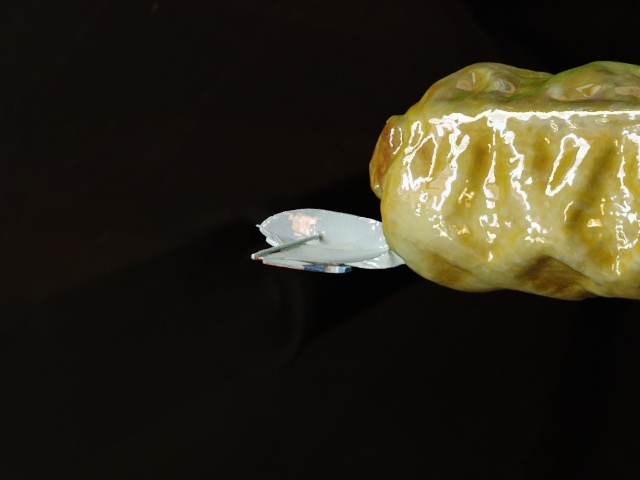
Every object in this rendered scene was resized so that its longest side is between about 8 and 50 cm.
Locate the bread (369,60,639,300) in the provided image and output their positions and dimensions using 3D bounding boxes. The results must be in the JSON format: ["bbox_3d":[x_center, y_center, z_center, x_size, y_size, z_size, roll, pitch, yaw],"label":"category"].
[{"bbox_3d":[0.142,-0.022,0.705,0.269,0.087,0.098,3,80,30],"label":"bread"}]

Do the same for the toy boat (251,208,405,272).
[{"bbox_3d":[0.011,0.001,1.190,0.105,0.149,0.034,6,94,-1],"label":"toy boat"}]
